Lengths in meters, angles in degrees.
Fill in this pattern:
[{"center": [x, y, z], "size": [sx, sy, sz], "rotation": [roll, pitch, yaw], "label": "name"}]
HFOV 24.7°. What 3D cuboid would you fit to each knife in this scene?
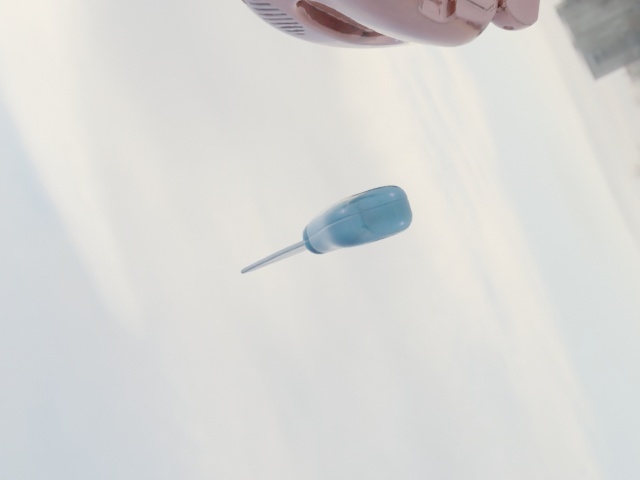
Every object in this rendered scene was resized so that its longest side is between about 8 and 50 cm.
[{"center": [0.002, -0.001, 0.965], "size": [0.032, 0.058, 0.244], "rotation": [68, 161, 1], "label": "knife"}]

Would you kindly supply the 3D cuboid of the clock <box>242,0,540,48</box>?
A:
[{"center": [0.027, -0.223, 1.188], "size": [0.227, 0.241, 0.142], "rotation": [20, -107, -39], "label": "clock"}]
